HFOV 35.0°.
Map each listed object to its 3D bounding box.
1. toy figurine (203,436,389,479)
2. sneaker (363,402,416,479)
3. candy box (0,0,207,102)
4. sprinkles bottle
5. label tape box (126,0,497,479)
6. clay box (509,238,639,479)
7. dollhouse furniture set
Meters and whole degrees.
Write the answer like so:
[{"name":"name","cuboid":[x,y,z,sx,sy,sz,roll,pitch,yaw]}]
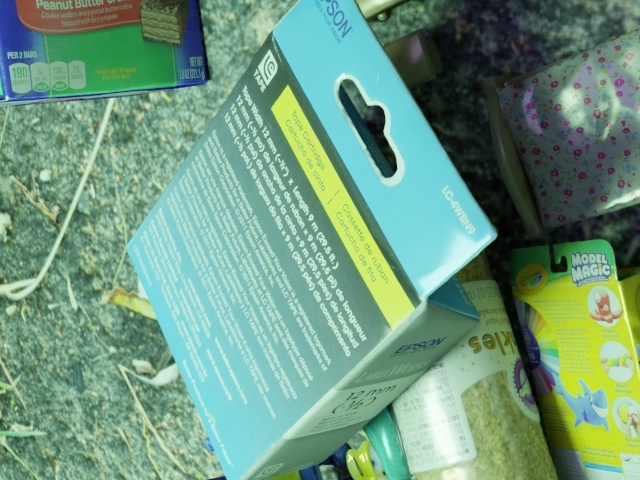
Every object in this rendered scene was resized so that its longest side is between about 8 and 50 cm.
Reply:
[{"name":"toy figurine","cuboid":[-0.058,0.295,1.001,0.191,0.217,0.362,-12,92,40]},{"name":"sneaker","cuboid":[0.003,0.119,0.965,0.275,0.110,0.107,54,169,24]},{"name":"candy box","cuboid":[-0.253,-0.297,0.984,0.122,0.268,0.317,-2,99,36]},{"name":"sprinkles bottle","cuboid":[0.118,0.133,0.847,0.121,0.121,0.355,-27,74,40]},{"name":"label tape box","cuboid":[0.000,0.000,0.797,0.347,0.115,0.249,-48,59,37]},{"name":"clay box","cuboid":[0.227,0.106,0.810,0.127,0.053,0.222,-9,95,61]},{"name":"dollhouse furniture set","cuboid":[0.146,-0.097,0.773,0.303,0.174,0.355,-18,89,40]}]
